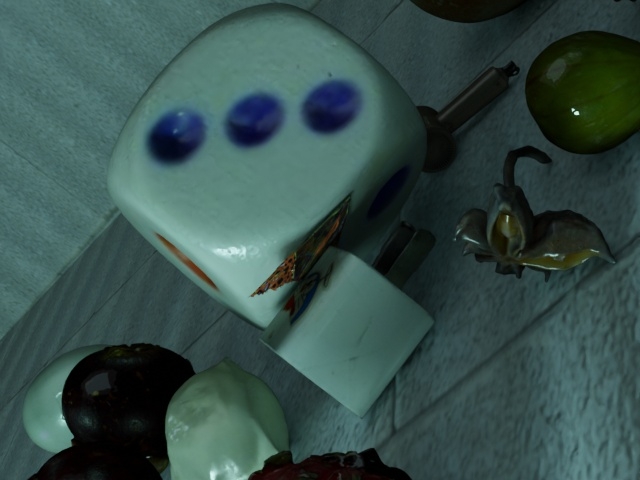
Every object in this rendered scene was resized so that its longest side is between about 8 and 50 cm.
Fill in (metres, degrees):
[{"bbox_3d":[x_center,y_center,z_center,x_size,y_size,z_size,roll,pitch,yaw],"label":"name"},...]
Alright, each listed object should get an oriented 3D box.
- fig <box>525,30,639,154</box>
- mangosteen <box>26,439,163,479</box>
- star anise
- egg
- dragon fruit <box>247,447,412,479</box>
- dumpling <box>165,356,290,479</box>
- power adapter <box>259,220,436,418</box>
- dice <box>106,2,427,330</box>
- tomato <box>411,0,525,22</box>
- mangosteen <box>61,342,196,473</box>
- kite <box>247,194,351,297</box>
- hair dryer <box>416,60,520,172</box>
[{"bbox_3d":[0.308,-0.155,1.186,0.236,0.124,0.124,-11,40,43],"label":"fig"},{"bbox_3d":[-0.255,0.333,1.430,0.210,0.210,0.210,-45,17,18],"label":"mangosteen"},{"bbox_3d":[0.215,-0.056,1.203,0.148,0.218,0.227,1,57,15],"label":"star anise"},{"bbox_3d":[-0.397,0.258,2.047,0.209,0.151,0.151,-43,17,2],"label":"egg"},{"bbox_3d":[-0.006,0.256,1.044,0.172,0.166,0.160,-19,73,42],"label":"dragon fruit"},{"bbox_3d":[-0.112,0.229,1.412,0.162,0.132,0.250,-42,36,7],"label":"dumpling"},{"bbox_3d":[0.048,0.067,1.332,0.205,0.125,0.130,-53,14,-6],"label":"power adapter"},{"bbox_3d":[-0.062,-0.084,1.494,0.304,0.277,0.304,-49,-17,-11],"label":"dice"},{"bbox_3d":[0.227,-0.428,1.760,0.270,0.223,0.270,-29,13,7],"label":"tomato"},{"bbox_3d":[-0.260,0.250,1.710,0.192,0.192,0.217,-155,65,-73],"label":"mangosteen"},{"bbox_3d":[0.001,0.001,1.348,0.125,0.008,0.222,-59,-16,17],"label":"kite"},{"bbox_3d":[0.184,-0.172,1.619,0.181,0.064,0.117,-39,20,12],"label":"hair dryer"}]
